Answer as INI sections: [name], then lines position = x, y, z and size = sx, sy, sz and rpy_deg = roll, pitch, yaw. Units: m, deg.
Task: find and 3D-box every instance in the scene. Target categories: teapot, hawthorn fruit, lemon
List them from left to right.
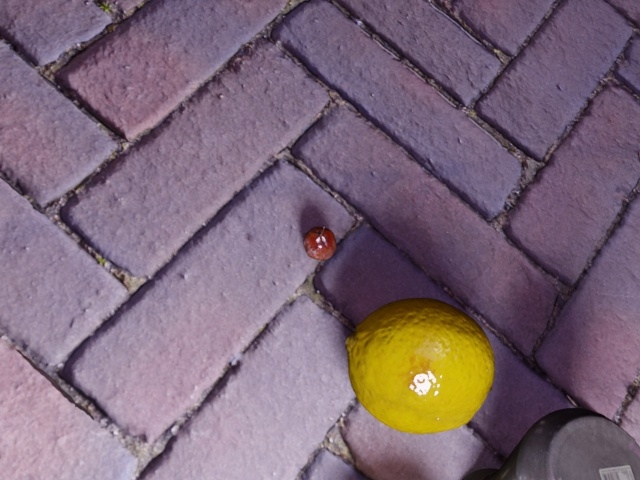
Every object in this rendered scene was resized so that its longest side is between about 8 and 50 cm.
[hawthorn fruit]
position = 0.000, 0.000, 1.782
size = 0.067, 0.103, 0.066
rpy_deg = 1, 73, -2
[lemon]
position = 0.182, 0.226, 1.649
size = 0.268, 0.267, 0.267
rpy_deg = 10, 60, -17
[teapot]
position = 0.402, 0.434, 1.564
size = 0.300, 0.344, 0.253
rpy_deg = -24, 75, -31
